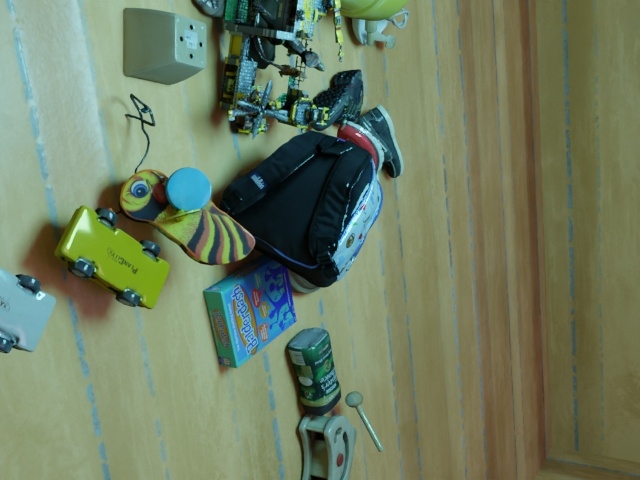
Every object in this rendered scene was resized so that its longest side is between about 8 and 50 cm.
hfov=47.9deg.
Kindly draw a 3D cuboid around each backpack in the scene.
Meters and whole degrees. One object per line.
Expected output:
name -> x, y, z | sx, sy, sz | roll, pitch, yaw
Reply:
backpack -> -0.008, -0.065, 1.377 | 0.263, 0.277, 0.213 | -57, 158, -10

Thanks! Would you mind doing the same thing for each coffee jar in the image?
coffee jar -> -0.010, 0.293, 1.601 | 0.096, 0.079, 0.184 | -40, 125, -49

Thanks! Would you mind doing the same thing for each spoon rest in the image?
spoon rest -> 0.151, -0.587, 1.780 | 0.137, 0.084, 0.276 | 83, 28, -45

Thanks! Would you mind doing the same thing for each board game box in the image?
board game box -> -0.133, 0.131, 1.424 | 0.210, 0.047, 0.160 | -34, 120, -51

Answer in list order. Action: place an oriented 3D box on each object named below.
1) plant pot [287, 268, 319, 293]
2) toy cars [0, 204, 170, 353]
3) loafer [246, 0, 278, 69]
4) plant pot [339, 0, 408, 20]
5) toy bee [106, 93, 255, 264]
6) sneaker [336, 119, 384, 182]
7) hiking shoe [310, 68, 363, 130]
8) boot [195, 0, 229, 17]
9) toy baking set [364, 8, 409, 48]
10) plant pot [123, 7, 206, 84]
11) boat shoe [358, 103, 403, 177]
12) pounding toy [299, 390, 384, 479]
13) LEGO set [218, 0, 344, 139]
plant pot -> 0.000, 0.000, 1.570 | 0.237, 0.110, 0.237 | -4, 94, -58
toy cars -> -0.382, 0.050, 0.996 | 0.394, 0.087, 0.176 | -19, 103, -53
loafer -> -0.105, -0.445, 1.398 | 0.080, 0.078, 0.220 | -5, 96, -58
plant pot -> 0.047, -0.599, 1.501 | 0.239, 0.254, 0.254 | -9, 100, -41
toy bee -> -0.255, -0.054, 1.148 | 0.162, 0.298, 0.195 | -42, 169, -15
sneaker -> 0.076, -0.145, 1.654 | 0.118, 0.107, 0.279 | -49, 146, -31
hiking shoe -> 0.052, -0.300, 1.651 | 0.227, 0.086, 0.114 | -55, 134, -40
boot -> -0.188, -0.462, 1.306 | 0.087, 0.042, 0.118 | 19, 69, -49
toy baking set -> 0.166, -0.557, 1.730 | 0.197, 0.030, 0.256 | -41, 147, -38
plant pot -> -0.245, -0.317, 1.170 | 0.109, 0.096, 0.109 | -3, 96, -58
boat shoe -> 0.154, -0.243, 1.849 | 0.079, 0.084, 0.233 | -34, 138, -7
pounding toy -> 0.044, 0.473, 1.627 | 0.154, 0.155, 0.269 | 31, 66, -59
LEGO set -> -0.046, -0.337, 1.312 | 0.255, 0.192, 0.331 | 7, 102, -44
